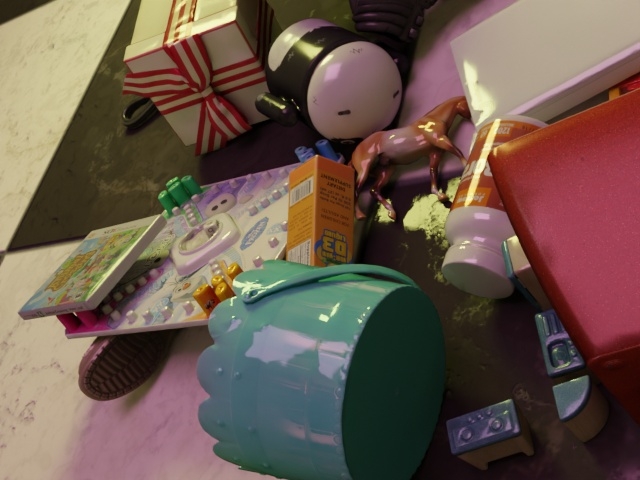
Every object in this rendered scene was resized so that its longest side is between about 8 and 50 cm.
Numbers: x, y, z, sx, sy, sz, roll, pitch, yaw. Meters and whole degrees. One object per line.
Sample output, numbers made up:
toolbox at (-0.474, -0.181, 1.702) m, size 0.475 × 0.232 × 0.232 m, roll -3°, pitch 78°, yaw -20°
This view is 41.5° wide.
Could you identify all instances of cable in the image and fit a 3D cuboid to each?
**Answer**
cable at (-0.317, -0.334, 1.848) m, size 0.287 × 0.072 × 0.139 m, roll -48°, pitch 56°, yaw 16°

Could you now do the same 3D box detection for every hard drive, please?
hard drive at (0.360, -0.292, 1.173) m, size 0.353 × 0.047 × 0.233 m, roll -28°, pitch 43°, yaw 23°

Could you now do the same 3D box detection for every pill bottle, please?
pill bottle at (0.228, -0.042, 1.067) m, size 0.121 × 0.121 × 0.216 m, roll 1°, pitch 58°, yaw 41°

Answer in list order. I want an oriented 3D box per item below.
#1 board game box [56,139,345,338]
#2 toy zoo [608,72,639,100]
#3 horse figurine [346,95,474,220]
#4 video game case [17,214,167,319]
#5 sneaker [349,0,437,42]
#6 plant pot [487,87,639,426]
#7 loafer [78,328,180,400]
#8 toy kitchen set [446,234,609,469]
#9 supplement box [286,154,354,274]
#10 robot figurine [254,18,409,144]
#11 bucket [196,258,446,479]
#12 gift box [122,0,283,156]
board game box at (-0.195, -0.007, 1.363) m, size 0.390 × 0.050 × 0.390 m, roll -9°, pitch 35°, yaw 36°
toy zoo at (0.467, -0.221, 1.081) m, size 0.192 × 0.030 × 0.293 m, roll -14°, pitch 49°, yaw 32°
horse figurine at (0.124, -0.118, 1.265) m, size 0.263 × 0.066 × 0.174 m, roll -22°, pitch 53°, yaw 21°
video game case at (-0.373, 0.043, 1.383) m, size 0.193 × 0.023 × 0.212 m, roll -11°, pitch 34°, yaw 39°
sneaker at (0.177, -0.407, 1.409) m, size 0.296 × 0.146 × 0.104 m, roll -6°, pitch 16°, yaw -12°
plant pot at (0.346, 0.027, 0.805) m, size 0.267 × 0.267 × 0.235 m, roll -22°, pitch 48°, yaw 26°
loafer at (-0.296, 0.148, 1.384) m, size 0.268 × 0.102 × 0.092 m, roll -49°, pitch 28°, yaw -24°
toy kitchen set at (0.208, 0.124, 0.948) m, size 0.166 × 0.122 × 0.207 m, roll -25°, pitch 44°, yaw 23°
supplement box at (0.000, 0.000, 1.216) m, size 0.080 × 0.078 × 0.233 m, roll -26°, pitch 54°, yaw 48°
robot figurine at (0.016, -0.263, 1.397) m, size 0.209 × 0.174 × 0.278 m, roll -58°, pitch 39°, yaw 8°
bucket at (0.013, 0.157, 0.981) m, size 0.183 × 0.281 × 0.281 m, roll 6°, pitch 62°, yaw 33°
gift box at (-0.215, -0.331, 1.592) m, size 0.277 × 0.255 × 0.258 m, roll -20°, pitch 44°, yaw 19°
